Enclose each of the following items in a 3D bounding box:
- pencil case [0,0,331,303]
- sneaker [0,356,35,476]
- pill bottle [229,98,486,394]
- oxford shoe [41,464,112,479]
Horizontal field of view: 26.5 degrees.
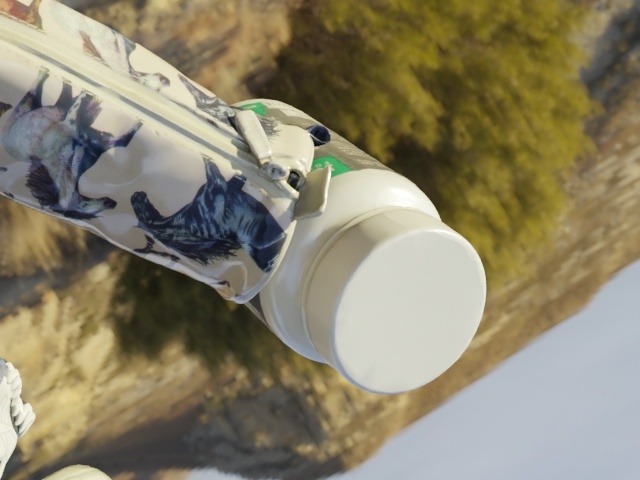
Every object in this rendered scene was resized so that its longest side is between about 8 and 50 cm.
[{"bbox_3d":[-0.195,-0.103,1.059,0.183,0.410,0.159,-40,-150,48],"label":"pencil case"},{"bbox_3d":[-0.422,0.212,1.649,0.292,0.110,0.118,84,20,-60],"label":"sneaker"},{"bbox_3d":[0.000,0.000,1.391,0.204,0.204,0.361,-30,-146,-16],"label":"pill bottle"},{"bbox_3d":[-0.165,0.227,0.739,0.169,0.130,0.449,-52,180,-2],"label":"oxford shoe"}]
